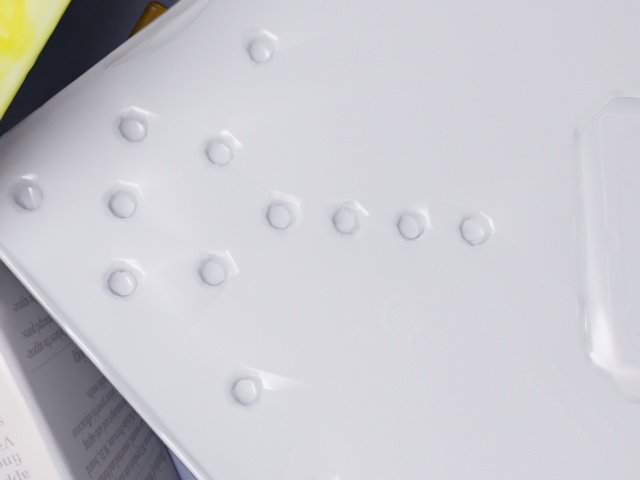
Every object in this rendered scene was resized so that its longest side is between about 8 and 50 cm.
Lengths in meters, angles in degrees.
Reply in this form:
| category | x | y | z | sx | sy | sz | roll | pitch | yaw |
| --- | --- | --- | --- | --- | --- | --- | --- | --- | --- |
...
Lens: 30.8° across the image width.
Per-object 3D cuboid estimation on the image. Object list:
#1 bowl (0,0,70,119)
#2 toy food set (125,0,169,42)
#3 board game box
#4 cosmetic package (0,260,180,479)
| category | x | y | z | sx | sy | sz | roll | pitch | yaw |
| --- | --- | --- | --- | --- | --- | --- | --- | --- | --- |
| bowl | -0.153 | -0.142 | 0.400 | 0.156 | 0.289 | 0.289 | 29 | 97 | -20 |
| toy food set | 0.000 | 0.000 | 0.518 | 0.232 | 0.111 | 0.104 | 31 | 96 | -5 |
| board game box | 0.143 | 0.009 | 0.442 | 0.390 | 0.050 | 0.390 | -42 | 87 | -18 |
| cosmetic package | -0.159 | 0.113 | 0.515 | 0.151 | 0.151 | 0.184 | -23 | 95 | 4 |
